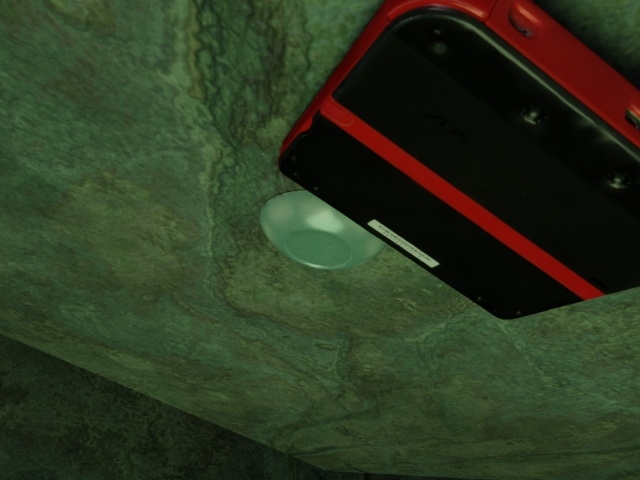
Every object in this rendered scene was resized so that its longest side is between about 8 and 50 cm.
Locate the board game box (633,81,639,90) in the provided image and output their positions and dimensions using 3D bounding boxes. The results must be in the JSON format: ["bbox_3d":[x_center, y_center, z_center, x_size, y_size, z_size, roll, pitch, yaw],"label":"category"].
[{"bbox_3d":[0.367,-0.071,0.529,0.194,0.060,0.194,9,148,5],"label":"board game box"}]

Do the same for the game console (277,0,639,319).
[{"bbox_3d":[0.169,-0.057,0.564,0.387,0.060,0.342,34,152,-10],"label":"game console"}]

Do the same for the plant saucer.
[{"bbox_3d":[0.000,0.000,0.794,0.195,0.037,0.194,9,147,6],"label":"plant saucer"}]
